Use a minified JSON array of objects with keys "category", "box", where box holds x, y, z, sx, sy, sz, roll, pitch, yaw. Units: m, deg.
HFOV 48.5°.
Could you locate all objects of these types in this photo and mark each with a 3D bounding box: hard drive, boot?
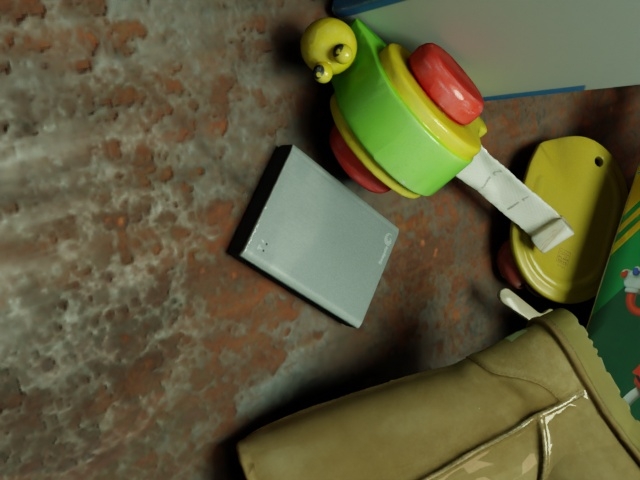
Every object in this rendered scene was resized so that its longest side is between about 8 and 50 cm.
[{"category":"hard drive","box":[0.000,0.000,0.563,0.135,0.022,0.094,35,71,-37]},{"category":"boot","box":[0.107,0.198,0.511,0.269,0.089,0.236,-24,67,-8]}]

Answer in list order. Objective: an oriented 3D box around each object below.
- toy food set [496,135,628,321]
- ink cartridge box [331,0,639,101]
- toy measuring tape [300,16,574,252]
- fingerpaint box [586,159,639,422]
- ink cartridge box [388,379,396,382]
[{"category":"toy food set","box":[0.238,-0.002,0.743,0.128,0.071,0.218,25,74,-14]},{"category":"ink cartridge box","box":[0.209,-0.325,0.541,0.166,0.285,0.395,28,75,-38]},{"category":"toy measuring tape","box":[0.110,-0.058,0.574,0.330,0.121,0.121,36,71,-28]},{"category":"fingerpaint box","box":[0.447,0.112,0.798,0.445,0.163,0.371,42,66,-49]},{"category":"ink cartridge box","box":[0.120,0.263,0.643,0.234,0.088,0.193,39,70,-35]}]
